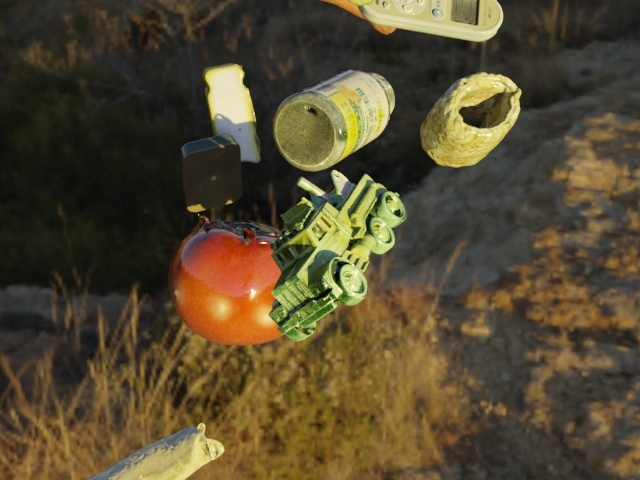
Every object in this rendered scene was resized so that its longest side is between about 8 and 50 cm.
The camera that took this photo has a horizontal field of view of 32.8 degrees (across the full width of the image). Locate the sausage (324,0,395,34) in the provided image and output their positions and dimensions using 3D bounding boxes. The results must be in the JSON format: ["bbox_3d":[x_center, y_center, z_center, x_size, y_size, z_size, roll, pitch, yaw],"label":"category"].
[{"bbox_3d":[0.028,-0.494,2.152,0.304,0.078,0.078,20,19,-23],"label":"sausage"}]

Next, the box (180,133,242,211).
[{"bbox_3d":[-0.165,-0.102,1.632,0.091,0.126,0.031,-16,50,-14],"label":"box"}]

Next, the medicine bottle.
[{"bbox_3d":[0.036,-0.228,1.966,0.141,0.141,0.293,13,24,22],"label":"medicine bottle"}]

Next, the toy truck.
[{"bbox_3d":[0.001,0.004,1.360,0.135,0.128,0.260,44,36,-13],"label":"toy truck"}]

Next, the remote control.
[{"bbox_3d":[0.179,-0.381,1.791,0.244,0.047,0.087,9,63,-5],"label":"remote control"}]

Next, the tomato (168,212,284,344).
[{"bbox_3d":[-0.141,0.070,1.897,0.255,0.225,0.256,4,1,0],"label":"tomato"}]

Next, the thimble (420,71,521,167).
[{"bbox_3d":[0.287,-0.228,2.034,0.190,0.143,0.137,-29,78,-26],"label":"thimble"}]

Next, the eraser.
[{"bbox_3d":[-0.146,-0.206,1.761,0.069,0.158,0.226,-10,11,-6],"label":"eraser"}]

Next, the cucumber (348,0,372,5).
[{"bbox_3d":[0.040,-0.377,1.343,0.058,0.058,0.187,-1,59,-5],"label":"cucumber"}]

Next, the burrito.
[{"bbox_3d":[-0.265,0.344,1.557,0.275,0.082,0.059,-32,14,7],"label":"burrito"}]
